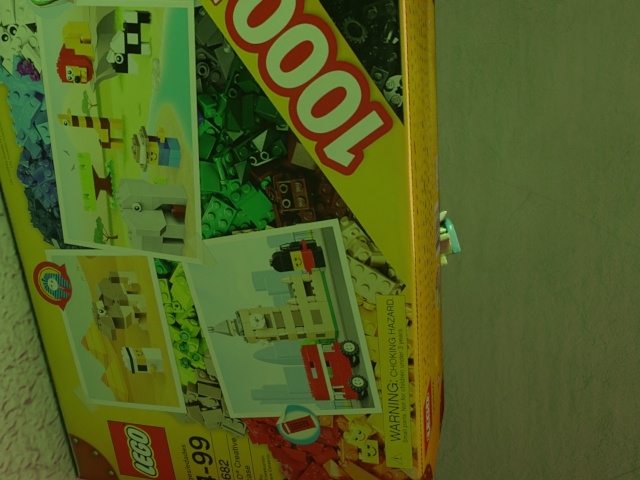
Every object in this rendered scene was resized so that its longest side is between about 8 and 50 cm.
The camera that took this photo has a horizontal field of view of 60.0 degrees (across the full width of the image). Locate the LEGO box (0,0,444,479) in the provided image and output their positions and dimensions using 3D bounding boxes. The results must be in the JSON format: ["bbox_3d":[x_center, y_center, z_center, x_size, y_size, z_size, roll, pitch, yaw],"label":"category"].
[{"bbox_3d":[-0.080,-0.010,0.540,0.193,0.373,0.499,-47,134,-65],"label":"LEGO box"}]

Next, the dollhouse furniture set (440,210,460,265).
[{"bbox_3d":[0.062,-0.035,0.913,0.303,0.287,0.198,-12,85,-79],"label":"dollhouse furniture set"}]
